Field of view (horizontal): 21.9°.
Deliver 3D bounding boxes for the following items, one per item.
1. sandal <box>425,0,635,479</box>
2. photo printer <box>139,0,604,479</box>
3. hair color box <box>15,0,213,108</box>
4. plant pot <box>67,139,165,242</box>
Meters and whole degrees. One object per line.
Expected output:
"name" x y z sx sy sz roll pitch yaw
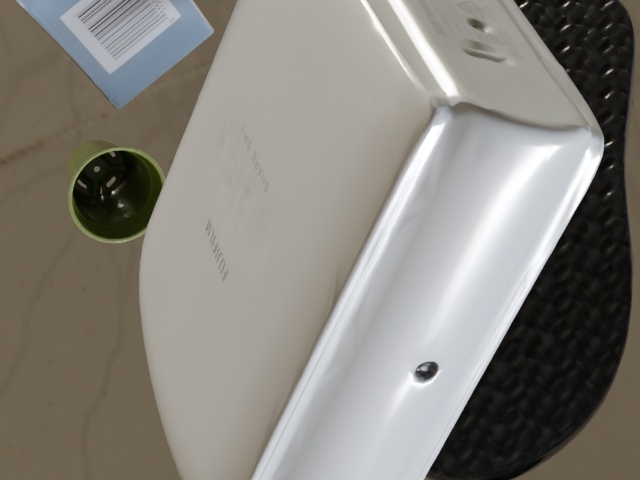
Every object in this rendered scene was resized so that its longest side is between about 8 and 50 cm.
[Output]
"sandal" 0.168 0.000 1.280 0.167 0.107 0.446 10 -120 13
"photo printer" 0.000 0.000 0.839 0.107 0.307 0.256 10 -146 -25
"hair color box" -0.259 -0.300 1.403 0.113 0.185 0.374 -39 -121 0
"plant pot" -0.179 -0.049 1.386 0.083 0.079 0.083 -7 -69 -19
